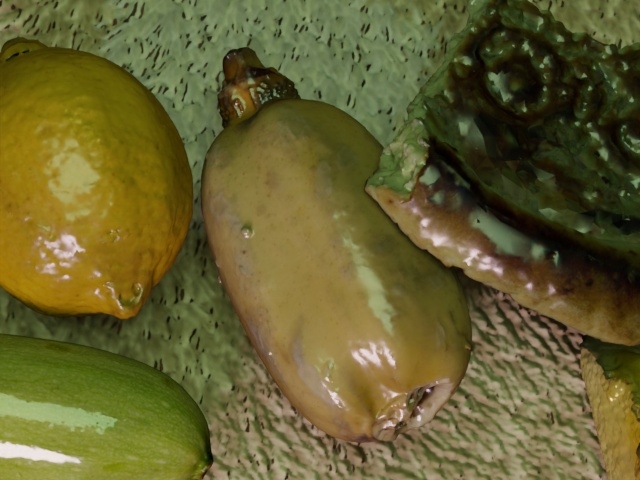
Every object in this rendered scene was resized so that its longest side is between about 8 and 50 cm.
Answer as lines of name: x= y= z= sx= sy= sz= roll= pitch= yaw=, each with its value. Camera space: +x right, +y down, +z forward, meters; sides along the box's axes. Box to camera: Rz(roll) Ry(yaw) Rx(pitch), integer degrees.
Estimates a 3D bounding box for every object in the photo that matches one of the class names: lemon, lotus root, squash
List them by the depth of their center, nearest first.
squash: x=-0.203 y=0.140 z=1.504 sx=0.247 sy=0.132 sz=0.132 roll=7 pitch=71 yaw=-4
lemon: x=-0.196 y=-0.048 z=1.533 sx=0.188 sy=0.188 sz=0.256 roll=-20 pitch=69 yaw=-10
lotus root: x=0.000 y=0.000 z=1.550 sx=0.169 sy=0.151 sz=0.342 roll=-32 pitch=69 yaw=13

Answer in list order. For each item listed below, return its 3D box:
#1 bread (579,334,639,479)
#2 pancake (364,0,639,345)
bread: x=0.308 y=0.168 z=1.521 sx=0.174 sy=0.133 sz=0.251 roll=-10 pitch=28 yaw=-10
pancake: x=0.251 y=-0.055 z=1.558 sx=0.427 sy=0.067 sz=0.304 roll=20 pitch=60 yaw=-13
